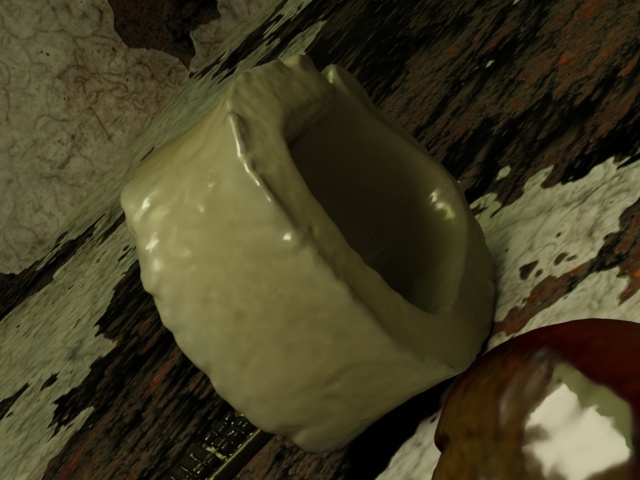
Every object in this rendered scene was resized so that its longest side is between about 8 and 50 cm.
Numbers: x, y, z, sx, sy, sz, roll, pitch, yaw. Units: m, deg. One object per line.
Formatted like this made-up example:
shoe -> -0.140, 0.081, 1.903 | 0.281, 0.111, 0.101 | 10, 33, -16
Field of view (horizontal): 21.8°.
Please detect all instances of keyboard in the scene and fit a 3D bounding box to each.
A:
keyboard -> -0.029, 0.132, 1.571 | 0.317, 0.027, 0.106 | -45, 15, -12

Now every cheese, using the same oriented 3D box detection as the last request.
cheese -> 0.000, -0.003, 1.362 | 0.153, 0.292, 0.332 | -36, 9, 24

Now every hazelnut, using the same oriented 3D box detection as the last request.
hazelnut -> 0.162, 0.132, 0.840 | 0.208, 0.208, 0.208 | -39, 16, 13
